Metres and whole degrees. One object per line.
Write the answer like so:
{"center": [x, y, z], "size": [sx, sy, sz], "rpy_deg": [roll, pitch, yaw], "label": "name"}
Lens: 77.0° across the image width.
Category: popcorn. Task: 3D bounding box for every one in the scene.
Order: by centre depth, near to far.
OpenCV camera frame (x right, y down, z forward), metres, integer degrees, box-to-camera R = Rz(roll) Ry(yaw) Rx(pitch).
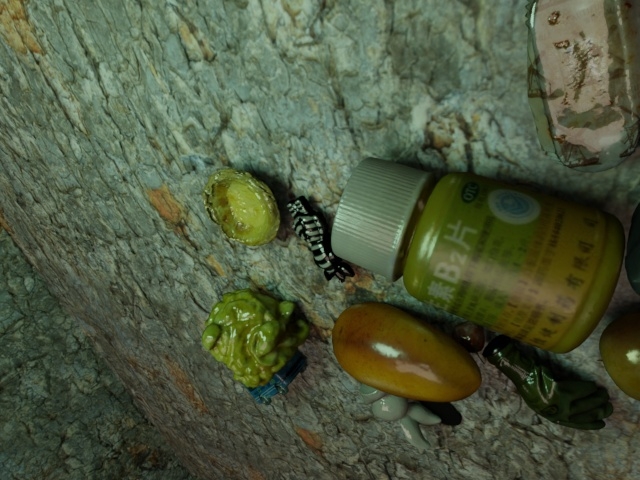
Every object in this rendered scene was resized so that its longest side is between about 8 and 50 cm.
{"center": [-0.182, 0.251, 1.097], "size": [0.250, 0.242, 0.234], "rpy_deg": [47, 151, -24], "label": "popcorn"}

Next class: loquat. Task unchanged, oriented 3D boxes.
{"center": [0.537, 0.190, 0.650], "size": [0.163, 0.137, 0.163], "rpy_deg": [9, 140, 7], "label": "loquat"}

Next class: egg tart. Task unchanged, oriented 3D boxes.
{"center": [-0.173, -0.082, 0.934], "size": [0.212, 0.090, 0.213], "rpy_deg": [17, 132, 19], "label": "egg tart"}

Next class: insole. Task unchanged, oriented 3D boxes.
{"center": [0.252, 0.366, 1.059], "size": [0.348, 0.009, 0.119], "rpy_deg": [50, 136, -9], "label": "insole"}

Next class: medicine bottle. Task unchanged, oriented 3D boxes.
{"center": [0.227, 0.005, 0.649], "size": [0.384, 0.224, 0.225], "rpy_deg": [21, 132, 19], "label": "medicine bottle"}

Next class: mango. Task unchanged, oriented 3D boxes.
{"center": [0.173, 0.249, 0.872], "size": [0.349, 0.199, 0.201], "rpy_deg": [9, 95, 49], "label": "mango"}

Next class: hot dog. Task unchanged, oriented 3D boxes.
{"center": [0.344, -0.213, 0.513], "size": [0.144, 0.075, 0.268], "rpy_deg": [-6, 116, 31], "label": "hot dog"}

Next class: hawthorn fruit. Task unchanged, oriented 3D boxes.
{"center": [0.313, 0.215, 0.838], "size": [0.066, 0.103, 0.067], "rpy_deg": [2, 123, 2], "label": "hawthorn fruit"}

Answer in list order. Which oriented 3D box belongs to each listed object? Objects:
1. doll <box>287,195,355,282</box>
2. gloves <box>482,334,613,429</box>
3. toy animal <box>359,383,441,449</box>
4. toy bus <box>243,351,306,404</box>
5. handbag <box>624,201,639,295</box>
{"center": [0.000, 0.000, 0.903], "size": [0.091, 0.067, 0.220], "rpy_deg": [-19, 105, 44], "label": "doll"}
{"center": [0.455, 0.296, 0.814], "size": [0.268, 0.107, 0.135], "rpy_deg": [30, 165, 7], "label": "gloves"}
{"center": [0.204, 0.450, 1.078], "size": [0.221, 0.104, 0.130], "rpy_deg": [49, 142, -8], "label": "toy animal"}
{"center": [-0.155, 0.427, 1.294], "size": [0.134, 0.113, 0.246], "rpy_deg": [44, 137, 4], "label": "toy bus"}
{"center": [0.466, -0.031, 0.444], "size": [0.181, 0.254, 0.182], "rpy_deg": [28, 132, 28], "label": "handbag"}
